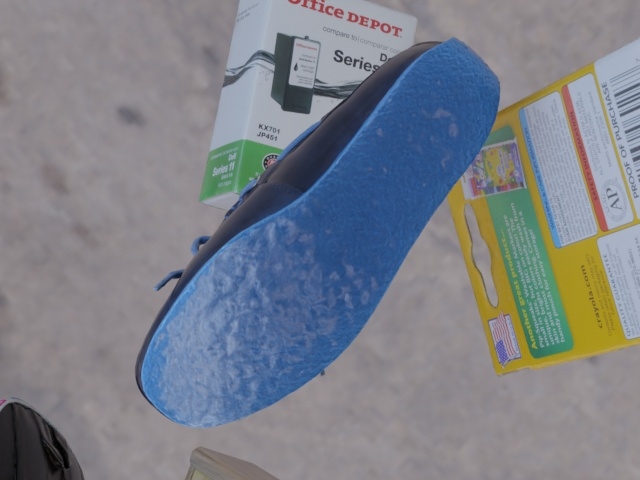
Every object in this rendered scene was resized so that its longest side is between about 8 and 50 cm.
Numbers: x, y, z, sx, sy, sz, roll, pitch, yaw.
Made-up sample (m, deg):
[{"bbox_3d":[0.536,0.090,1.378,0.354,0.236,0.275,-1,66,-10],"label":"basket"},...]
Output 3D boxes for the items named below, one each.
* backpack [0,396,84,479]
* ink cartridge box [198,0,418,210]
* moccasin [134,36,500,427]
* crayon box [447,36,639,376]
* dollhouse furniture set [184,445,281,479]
[{"bbox_3d":[-0.326,0.284,1.805,0.191,0.253,0.225,-7,147,22],"label":"backpack"},{"bbox_3d":[-0.009,-0.119,1.699,0.153,0.208,0.087,14,168,-23],"label":"ink cartridge box"},{"bbox_3d":[0.000,0.000,1.361,0.137,0.342,0.117,50,169,-17],"label":"moccasin"},{"bbox_3d":[0.214,-0.021,1.413,0.323,0.083,0.203,-25,80,64],"label":"crayon box"},{"bbox_3d":[0.041,0.375,1.688,0.394,0.256,0.362,21,179,-25],"label":"dollhouse furniture set"}]
